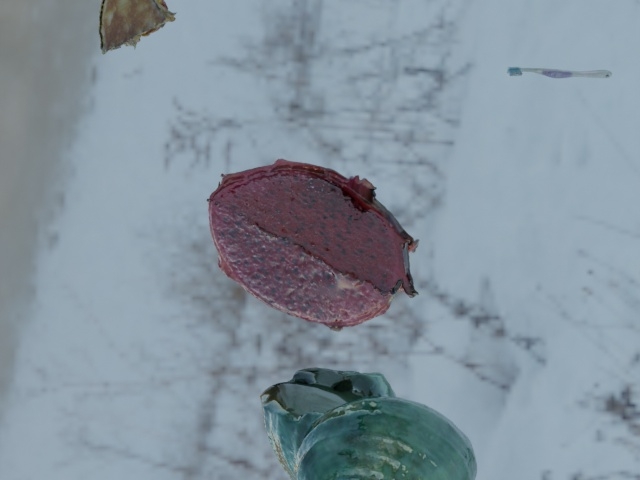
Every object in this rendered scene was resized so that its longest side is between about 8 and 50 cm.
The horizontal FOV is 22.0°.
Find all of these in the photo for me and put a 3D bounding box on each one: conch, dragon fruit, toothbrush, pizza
[{"bbox_3d":[0.036,0.192,1.415,0.202,0.196,0.134,-30,-58,-80],"label":"conch"},{"bbox_3d":[0.000,0.004,1.978,0.161,0.274,0.126,-57,-9,-42],"label":"dragon fruit"},{"bbox_3d":[0.268,-0.188,1.840,0.013,0.131,0.011,-111,28,-43],"label":"toothbrush"},{"bbox_3d":[-0.202,-0.237,1.734,0.099,0.029,0.100,-49,66,26],"label":"pizza"}]
